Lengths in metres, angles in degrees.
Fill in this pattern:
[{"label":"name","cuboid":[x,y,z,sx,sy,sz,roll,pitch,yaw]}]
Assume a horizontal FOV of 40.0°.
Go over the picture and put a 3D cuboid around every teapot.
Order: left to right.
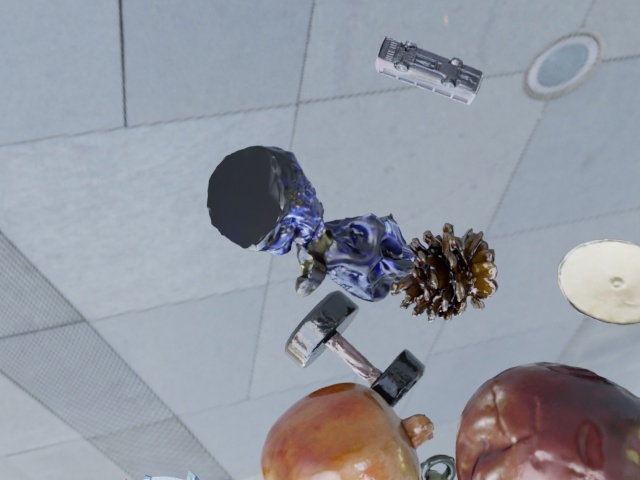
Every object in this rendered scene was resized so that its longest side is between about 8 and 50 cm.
[{"label":"teapot","cuboid":[0.245,0.644,2.170,0.183,0.173,0.269,10,109,-26]}]

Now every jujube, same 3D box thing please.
[{"label":"jujube","cuboid":[0.306,0.264,1.008,0.318,0.223,0.223,20,130,-25]}]

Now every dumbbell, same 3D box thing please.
[{"label":"dumbbell","cuboid":[0.061,0.210,1.558,0.152,0.218,0.152,-47,169,-11]}]

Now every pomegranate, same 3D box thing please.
[{"label":"pomegranate","cuboid":[0.048,0.339,1.349,0.270,0.252,0.229,-31,111,-5]}]

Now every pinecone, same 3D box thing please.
[{"label":"pinecone","cuboid":[0.216,0.057,1.567,0.195,0.179,0.150,-27,120,0]}]

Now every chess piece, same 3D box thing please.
[{"label":"chess piece","cuboid":[0.451,0.061,1.277,0.139,0.124,0.307,-24,167,24]}]

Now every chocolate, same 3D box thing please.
[{"label":"chocolate","cuboid":[0.005,0.001,1.077,0.126,0.148,0.343,4,165,37]}]

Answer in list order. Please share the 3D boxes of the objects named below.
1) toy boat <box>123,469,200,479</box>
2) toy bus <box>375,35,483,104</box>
[{"label":"toy boat","cuboid":[-0.260,0.429,1.511,0.105,0.149,0.034,-55,-177,11]},{"label":"toy bus","cuboid":[0.131,-0.207,1.071,0.131,0.036,0.052,20,166,3]}]
